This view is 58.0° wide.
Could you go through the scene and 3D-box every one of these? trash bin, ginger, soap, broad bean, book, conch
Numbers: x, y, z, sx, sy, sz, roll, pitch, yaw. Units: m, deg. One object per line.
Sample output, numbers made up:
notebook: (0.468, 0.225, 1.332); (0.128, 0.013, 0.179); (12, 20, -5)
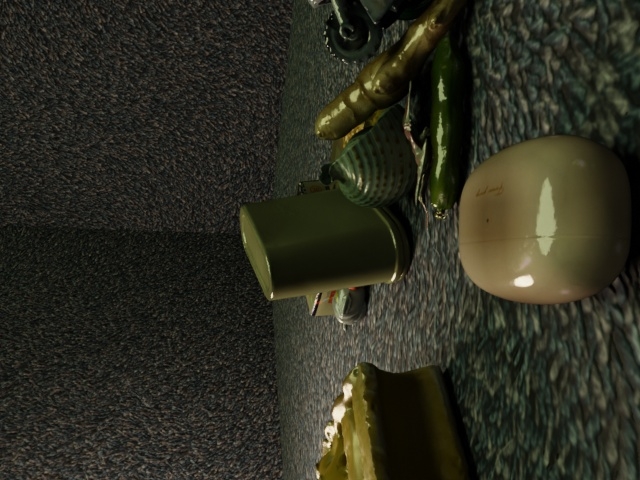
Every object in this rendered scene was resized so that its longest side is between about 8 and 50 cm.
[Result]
trash bin: (0.000, 0.000, 1.029); (0.243, 0.247, 0.121); (-124, 29, -51)
ginger: (0.111, -0.262, 0.873); (0.081, 0.147, 0.333); (58, 143, 4)
soap: (0.091, 0.386, 0.786); (0.305, 0.169, 0.339); (102, 167, -46)
broad bean: (0.170, -0.155, 0.778); (0.065, 0.046, 0.255); (-51, -38, -86)
book: (0.046, -0.149, 1.544); (0.217, 0.021, 0.311); (-104, 19, -58)
conch: (0.094, -0.117, 0.931); (0.172, 0.131, 0.200); (-32, 13, 49)

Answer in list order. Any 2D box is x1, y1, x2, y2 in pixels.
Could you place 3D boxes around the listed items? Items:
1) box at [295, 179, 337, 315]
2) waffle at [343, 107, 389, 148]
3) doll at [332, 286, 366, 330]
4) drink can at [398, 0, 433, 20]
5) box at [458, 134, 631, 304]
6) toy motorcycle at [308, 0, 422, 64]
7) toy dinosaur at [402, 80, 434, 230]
box: (-0.004, 0.018, 1.502); (0.198, 0.084, 0.310); (104, 157, -46)
waffle: (0.084, -0.206, 1.237); (0.219, 0.057, 0.230); (-107, 21, -62)
doll: (0.069, 0.115, 1.241); (0.094, 0.079, 0.180); (-46, -27, -61)
drink can: (0.117, -0.420, 0.928); (0.205, 0.118, 0.118); (-112, 26, -64)
box: (0.191, -0.016, 0.518); (0.200, 0.088, 0.146); (168, 105, -80)
toy motorcycle: (0.082, -0.377, 0.777); (0.270, 0.159, 0.106); (-47, -3, 22)
toy dinosaur: (0.145, -0.119, 0.829); (0.108, 0.032, 0.220); (-60, -40, -61)
